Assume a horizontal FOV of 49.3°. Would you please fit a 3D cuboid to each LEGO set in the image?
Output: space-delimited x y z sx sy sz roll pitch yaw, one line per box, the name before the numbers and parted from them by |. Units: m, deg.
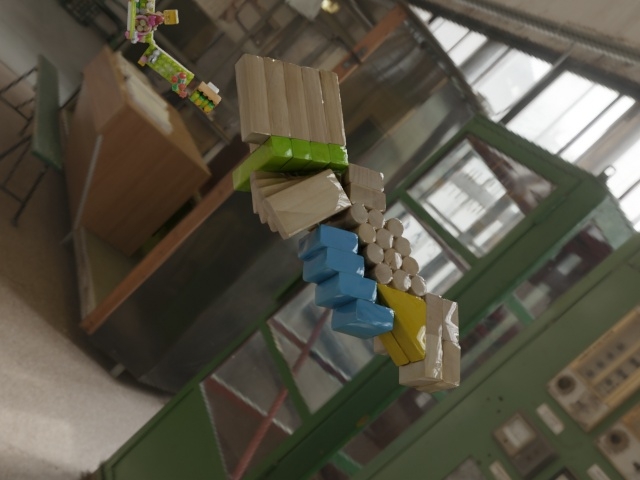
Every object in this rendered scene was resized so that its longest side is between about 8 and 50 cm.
LEGO set | -0.273 -0.343 1.216 0.107 0.132 0.287 -110 -175 -68

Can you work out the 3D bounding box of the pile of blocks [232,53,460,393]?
pile of blocks | 0.000 0.000 0.684 0.149 0.112 0.362 -25 85 -38
